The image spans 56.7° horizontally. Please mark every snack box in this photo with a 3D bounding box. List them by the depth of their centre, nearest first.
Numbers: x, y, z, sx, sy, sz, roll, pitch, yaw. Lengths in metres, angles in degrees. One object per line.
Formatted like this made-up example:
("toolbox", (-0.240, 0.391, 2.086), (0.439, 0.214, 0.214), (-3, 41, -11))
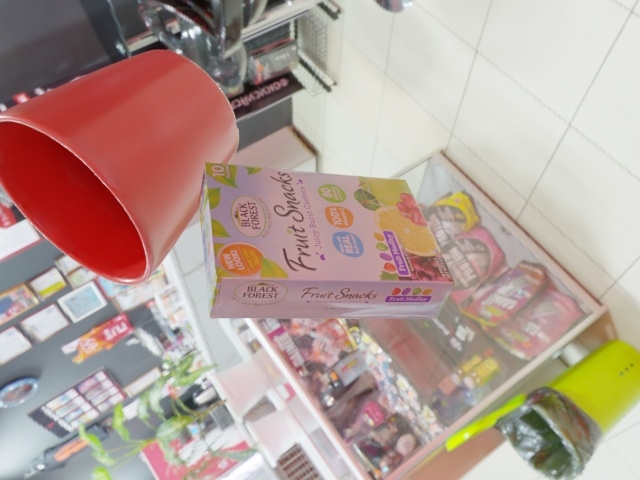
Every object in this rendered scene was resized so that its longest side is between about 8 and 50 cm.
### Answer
("snack box", (0.000, 0.000, 0.367), (0.100, 0.141, 0.037), (-107, 26, -45))

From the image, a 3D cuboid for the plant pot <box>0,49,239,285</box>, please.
("plant pot", (-0.257, -0.116, 0.809), (0.275, 0.243, 0.275), (24, 143, 20))
